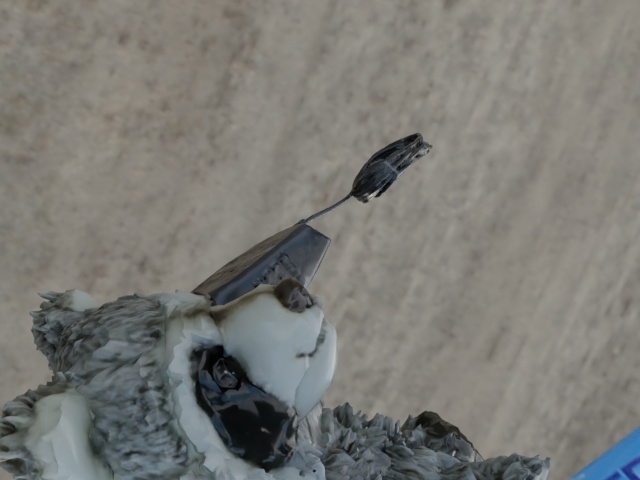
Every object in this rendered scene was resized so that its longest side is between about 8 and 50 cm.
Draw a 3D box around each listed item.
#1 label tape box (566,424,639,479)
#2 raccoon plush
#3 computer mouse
[{"bbox_3d":[0.198,0.120,0.570,0.249,0.115,0.348,-34,157,-14],"label":"label tape box"},{"bbox_3d":[-0.065,0.233,0.807,0.299,0.216,0.446,19,94,-14],"label":"raccoon plush"},{"bbox_3d":[0.000,0.000,0.940,0.242,0.071,0.041,-39,100,-38],"label":"computer mouse"}]
